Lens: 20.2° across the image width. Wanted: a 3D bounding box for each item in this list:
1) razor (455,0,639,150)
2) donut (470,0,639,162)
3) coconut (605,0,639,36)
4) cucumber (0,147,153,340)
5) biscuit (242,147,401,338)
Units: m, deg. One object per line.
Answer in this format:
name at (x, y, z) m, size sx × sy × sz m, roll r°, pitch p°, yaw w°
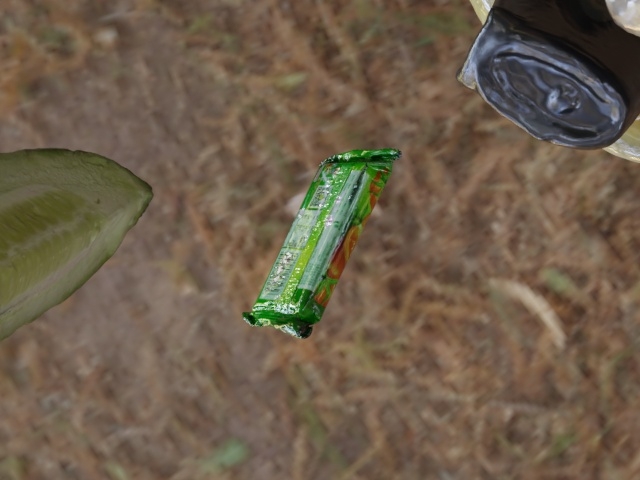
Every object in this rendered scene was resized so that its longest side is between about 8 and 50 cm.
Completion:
razor at (0.122, -0.096, 0.857) m, size 0.090 × 0.148 × 0.054 m, roll 28°, pitch 126°, yaw 5°
donut at (0.293, -0.261, 1.337) m, size 0.448 × 0.198 × 0.449 m, roll -2°, pitch 73°, yaw 5°
coconut at (0.267, -0.166, 0.746) m, size 0.328 × 0.329 × 0.329 m, roll 12°, pitch 114°, yaw 30°
cucumber at (-0.277, 0.001, 1.652) m, size 0.145 × 0.325 × 0.105 m, roll 39°, pitch 119°, yaw 7°
biscuit at (0.000, 0.000, 0.735) m, size 0.016 × 0.089 × 0.046 m, roll 34°, pitch 163°, yaw -31°
